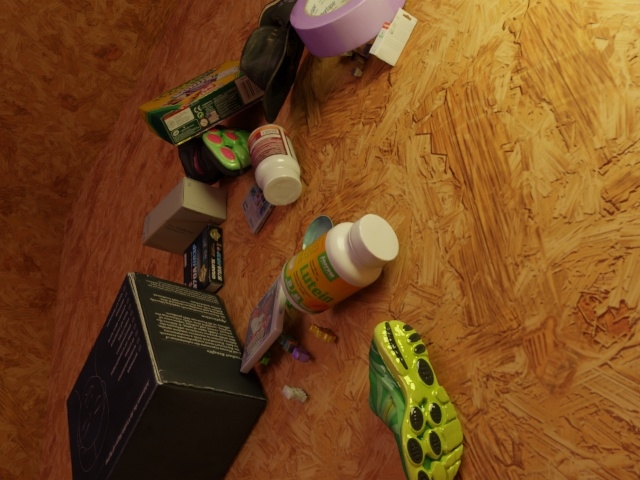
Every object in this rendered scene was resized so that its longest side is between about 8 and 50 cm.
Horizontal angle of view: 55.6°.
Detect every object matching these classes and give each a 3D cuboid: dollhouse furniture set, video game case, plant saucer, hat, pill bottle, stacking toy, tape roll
[{"bbox_3d":[0.058,-0.468,1.525,0.114,0.081,0.091,30,99,57],"label":"dollhouse furniture set"},{"bbox_3d":[-0.173,-0.116,1.746,0.143,0.019,0.157,-56,35,21],"label":"video game case"},{"bbox_3d":[0.000,0.000,1.430,0.119,0.021,0.119,-31,49,44],"label":"plant saucer"},{"bbox_3d":[-0.138,-0.492,1.640,0.331,0.134,0.331,21,-90,-89],"label":"hat"},{"bbox_3d":[0.040,0.047,1.241,0.246,0.136,0.136,-36,46,42],"label":"pill bottle"},{"bbox_3d":[-0.121,-0.201,1.617,0.121,0.121,0.221,-50,38,30],"label":"pill bottle"},{"bbox_3d":[-0.134,0.196,1.464,0.201,0.023,0.183,-53,22,40],"label":"video game case"},{"bbox_3d":[-0.059,0.240,1.375,0.221,0.052,0.167,35,101,58],"label":"stacking toy"},{"bbox_3d":[0.065,-0.567,1.461,0.275,0.090,0.274,-22,42,21],"label":"tape roll"}]

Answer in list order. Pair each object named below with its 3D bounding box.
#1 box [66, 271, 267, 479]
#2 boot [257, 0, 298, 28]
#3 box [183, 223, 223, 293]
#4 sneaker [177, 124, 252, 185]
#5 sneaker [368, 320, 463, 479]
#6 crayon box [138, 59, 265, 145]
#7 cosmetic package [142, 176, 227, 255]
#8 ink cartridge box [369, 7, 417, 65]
[{"bbox_3d":[-0.432,0.423,1.597,0.480,0.297,0.472,-60,33,16],"label":"box"},{"bbox_3d":[-0.129,-0.698,1.932,0.198,0.077,0.137,-38,51,42],"label":"boot"},{"bbox_3d":[-0.368,0.085,1.900,0.175,0.051,0.220,-41,44,38],"label":"box"},{"bbox_3d":[-0.333,-0.266,1.957,0.483,0.185,0.202,30,121,57],"label":"sneaker"},{"bbox_3d":[0.150,0.280,1.017,0.123,0.109,0.295,111,154,-48],"label":"sneaker"},{"bbox_3d":[-0.372,-0.452,1.944,0.363,0.106,0.313,-33,31,-16],"label":"crayon box"},{"bbox_3d":[-0.452,-0.072,2.007,0.309,0.160,0.113,-33,50,45],"label":"cosmetic package"},{"bbox_3d":[0.166,-0.464,1.382,0.115,0.063,0.029,-62,36,13],"label":"ink cartridge box"}]
